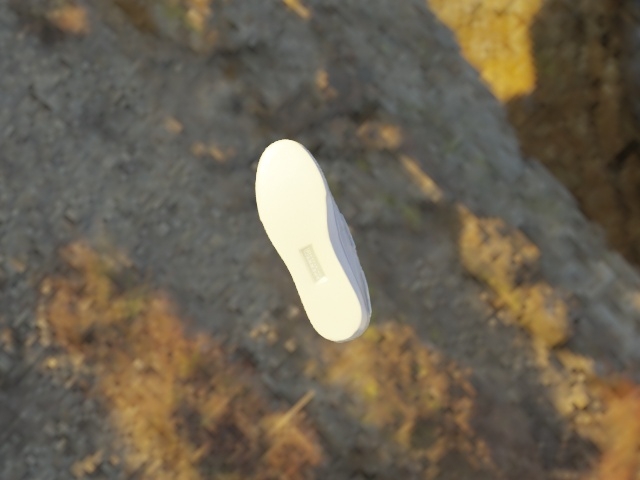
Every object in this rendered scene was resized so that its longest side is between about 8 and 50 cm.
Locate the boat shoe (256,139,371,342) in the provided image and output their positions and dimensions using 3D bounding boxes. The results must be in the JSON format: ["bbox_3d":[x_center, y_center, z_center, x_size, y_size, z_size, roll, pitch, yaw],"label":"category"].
[{"bbox_3d":[0.000,0.000,1.601,0.184,0.066,0.063,63,13,8],"label":"boat shoe"}]
